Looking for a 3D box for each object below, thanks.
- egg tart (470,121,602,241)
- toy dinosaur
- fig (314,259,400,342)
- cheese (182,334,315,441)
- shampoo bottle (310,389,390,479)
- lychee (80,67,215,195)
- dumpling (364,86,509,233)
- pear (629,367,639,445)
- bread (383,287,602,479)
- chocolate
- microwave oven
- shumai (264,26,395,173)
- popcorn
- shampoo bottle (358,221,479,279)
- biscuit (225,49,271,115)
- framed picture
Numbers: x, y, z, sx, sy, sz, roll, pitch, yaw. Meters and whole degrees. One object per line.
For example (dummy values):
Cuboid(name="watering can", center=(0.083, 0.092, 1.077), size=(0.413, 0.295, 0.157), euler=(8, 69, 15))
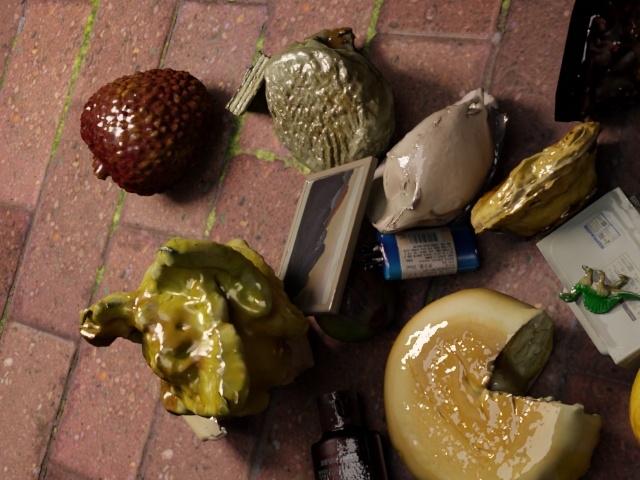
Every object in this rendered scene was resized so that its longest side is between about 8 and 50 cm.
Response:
Cuboid(name="egg tart", center=(0.325, -0.077, 1.371), size=(0.241, 0.241, 0.106), euler=(-39, 88, 19))
Cuboid(name="toy dinosaur", center=(0.380, 0.071, 1.253), size=(0.119, 0.029, 0.060), euler=(17, 103, 29))
Cuboid(name="fig", center=(0.025, 0.067, 1.571), size=(0.149, 0.149, 0.245), euler=(-57, 44, 8))
Cuboid(name="cheese", center=(-0.145, 0.213, 1.637), size=(0.266, 0.127, 0.233), euler=(-39, 60, 20))
Cuboid(name="shampoo bottle", center=(0.054, 0.402, 1.488), size=(0.129, 0.084, 0.323), euler=(-21, 66, 23))
Cuboid(name="lychee", center=(-0.330, -0.214, 1.808), size=(0.271, 0.236, 0.236), euler=(-44, 56, -10))
Cuboid(name="dumpling", center=(0.187, -0.112, 1.505), size=(0.163, 0.204, 0.293), euler=(35, 71, 0))
Cuboid(name="pear", center=(0.514, 0.201, 1.130), size=(0.280, 0.280, 0.281), euler=(-9, 73, 31))
Cuboid(name="bread", center=(0.240, 0.236, 1.363), size=(0.333, 0.160, 0.333), euler=(-10, 71, 31))
Cuboid(name="chocolate", center=(0.453, -0.271, 1.361), size=(0.177, 0.206, 0.224), euler=(9, 98, 5))
Cuboid(name="microwave oven", center=(0.426, 0.057, 1.312), size=(0.162, 0.122, 0.208), euler=(-38, 60, 20))
Cuboid(name="shumai", center=(0.041, -0.247, 1.633), size=(0.225, 0.222, 0.261), euler=(-26, 101, 40))
Cuboid(name="popcorn", center=(-0.163, 0.116, 1.417), size=(0.321, 0.290, 0.326), euler=(16, 129, 35))
Cuboid(name="shampoo bottle", center=(0.152, 0.018, 1.483), size=(0.183, 0.050, 0.087), euler=(-6, 60, -8))
Cuboid(name="biscuit", center=(-0.128, -0.289, 1.734), size=(0.040, 0.199, 0.121), euler=(30, 98, -9))
Cuboid(name="framed picture", center=(-0.001, 0.000, 1.528), size=(0.192, 0.018, 0.265), euler=(-12, 57, 54))
